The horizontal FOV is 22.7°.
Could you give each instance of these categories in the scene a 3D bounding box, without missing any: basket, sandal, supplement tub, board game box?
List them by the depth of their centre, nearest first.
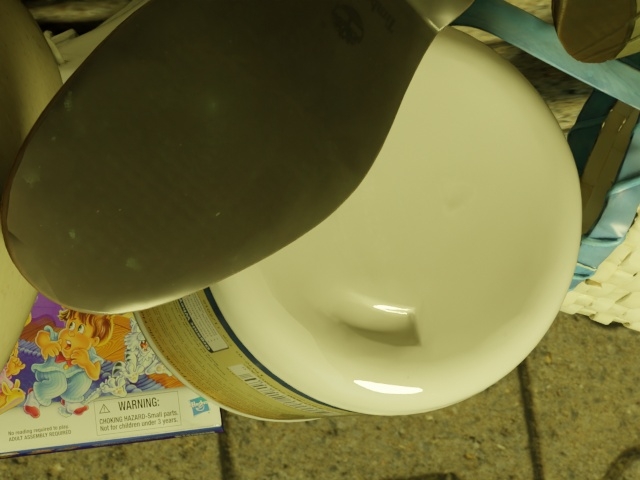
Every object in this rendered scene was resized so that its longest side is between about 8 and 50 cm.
[{"bbox_3d":[0.146,-0.162,0.845,0.090,0.060,0.219,-18,152,24],"label":"sandal"},{"bbox_3d":[0.000,0.000,1.009,0.228,0.228,0.316,-4,174,-19],"label":"supplement tub"},{"bbox_3d":[0.183,-0.056,1.094,0.288,0.201,0.255,21,163,-7],"label":"basket"},{"bbox_3d":[-0.257,0.046,1.182,0.347,0.233,0.078,-7,170,-3],"label":"board game box"}]

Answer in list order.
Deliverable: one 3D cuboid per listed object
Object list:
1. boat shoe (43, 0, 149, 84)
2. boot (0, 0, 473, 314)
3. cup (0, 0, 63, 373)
[{"bbox_3d":[-0.139,-0.066,0.846,0.084,0.258,0.095,38,-176,-24],"label":"boat shoe"},{"bbox_3d":[-0.030,-0.076,0.689,0.305,0.112,0.115,-48,-159,-29],"label":"boot"},{"bbox_3d":[-0.242,-0.030,0.695,0.331,0.331,0.237,-14,-168,31],"label":"cup"}]
